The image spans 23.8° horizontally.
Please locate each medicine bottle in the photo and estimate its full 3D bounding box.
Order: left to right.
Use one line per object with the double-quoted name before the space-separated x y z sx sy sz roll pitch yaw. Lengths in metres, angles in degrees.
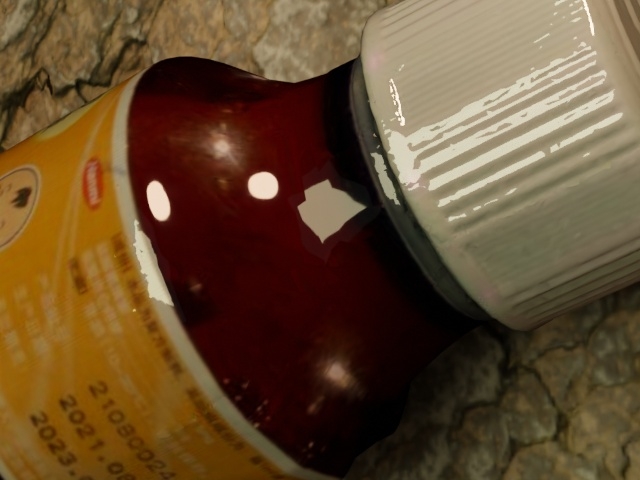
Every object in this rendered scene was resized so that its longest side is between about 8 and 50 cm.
"medicine bottle" 0.000 0.000 0.765 0.395 0.242 0.242 -26 67 18
